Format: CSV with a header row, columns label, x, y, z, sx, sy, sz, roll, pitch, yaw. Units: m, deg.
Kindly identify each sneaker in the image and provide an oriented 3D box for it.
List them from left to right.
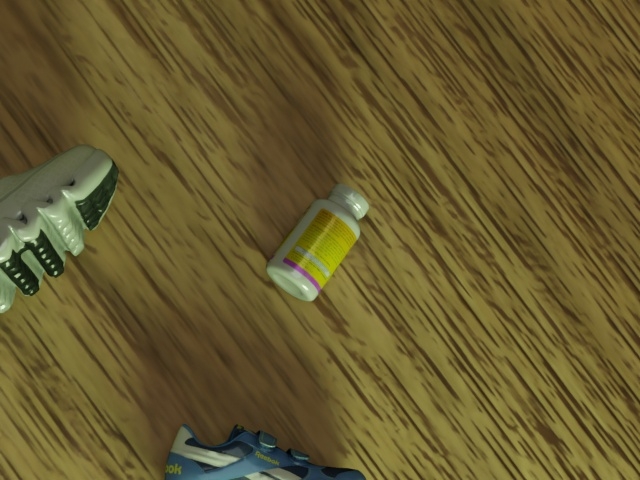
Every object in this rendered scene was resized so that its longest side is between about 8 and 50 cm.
label,x,y,z,sx,sy,sz,roll,pitch,yaw
sneaker,-0.268,0.012,0.833,0.292,0.110,0.118,-35,77,-16
sneaker,-0.037,0.156,0.866,0.144,0.053,0.059,4,75,-11

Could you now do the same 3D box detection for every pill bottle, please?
label,x,y,z,sx,sy,sz,roll,pitch,yaw
pill bottle,0.000,0.000,0.912,0.043,0.043,0.083,37,74,-1
